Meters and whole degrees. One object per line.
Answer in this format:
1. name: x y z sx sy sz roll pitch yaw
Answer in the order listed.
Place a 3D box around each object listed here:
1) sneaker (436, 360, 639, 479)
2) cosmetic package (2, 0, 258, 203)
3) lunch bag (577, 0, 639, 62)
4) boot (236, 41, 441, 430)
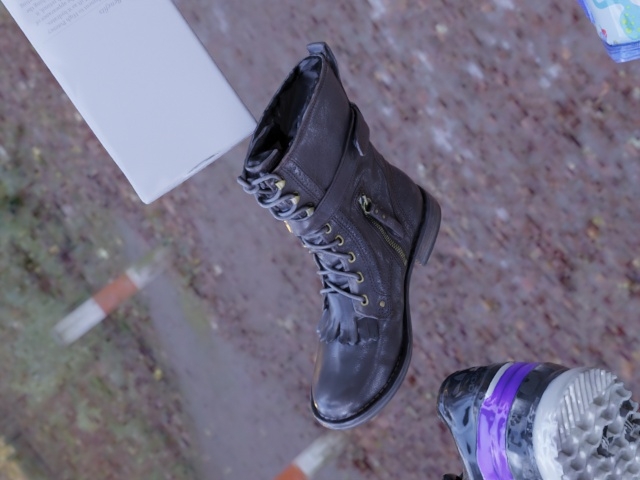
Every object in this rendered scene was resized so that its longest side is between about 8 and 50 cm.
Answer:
1. sneaker: 0.165 0.189 0.847 0.146 0.102 0.293 5 131 43
2. cosmetic package: -0.162 -0.155 1.010 0.231 0.117 0.085 56 178 -6
3. lunch bag: 0.280 -0.218 0.947 0.090 0.176 0.219 63 -166 -16
4. boot: 0.000 0.000 1.008 0.091 0.263 0.229 0 152 34
